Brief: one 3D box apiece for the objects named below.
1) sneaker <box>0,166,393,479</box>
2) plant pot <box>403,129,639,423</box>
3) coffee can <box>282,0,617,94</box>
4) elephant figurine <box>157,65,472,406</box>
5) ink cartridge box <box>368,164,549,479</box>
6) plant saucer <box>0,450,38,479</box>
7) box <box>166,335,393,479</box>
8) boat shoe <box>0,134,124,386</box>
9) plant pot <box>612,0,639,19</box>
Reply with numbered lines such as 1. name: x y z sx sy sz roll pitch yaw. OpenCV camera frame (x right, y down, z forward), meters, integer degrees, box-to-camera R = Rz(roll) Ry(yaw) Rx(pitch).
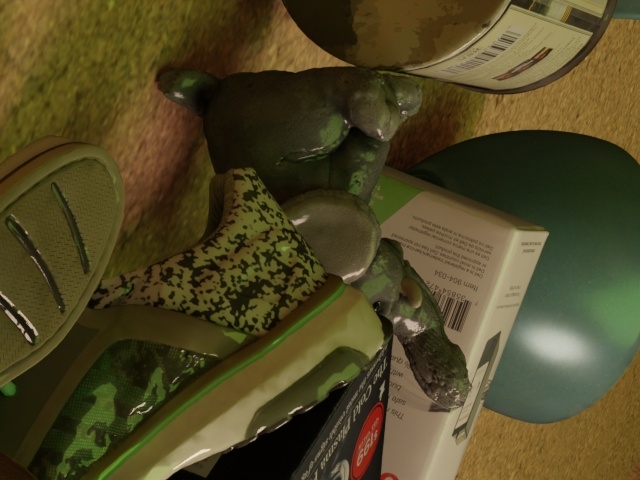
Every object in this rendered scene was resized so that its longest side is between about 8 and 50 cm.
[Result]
1. sneaker: -0.164 0.088 1.227 0.410 0.182 0.158 -30 -176 -19
2. plant pot: 0.158 0.018 1.853 0.195 0.290 0.290 15 99 -33
3. coffee can: 0.105 -0.223 1.505 0.275 0.201 0.201 -1 112 -68
4. elephant figurine: 0.000 0.000 1.388 0.169 0.186 0.239 8 82 -67
5. ink cartridge box: 0.054 0.082 1.697 0.115 0.198 0.273 0 112 -70
6. plant saucer: -0.236 0.207 1.100 0.036 0.198 0.198 70 45 -81
7. box: -0.093 0.239 1.486 0.343 0.179 0.312 -55 158 -43
8. boat shoe: -0.231 0.049 1.092 0.302 0.103 0.113 -53 138 -30
9. plant pot: 0.224 -0.280 1.696 0.166 0.234 0.165 -18 127 -65
